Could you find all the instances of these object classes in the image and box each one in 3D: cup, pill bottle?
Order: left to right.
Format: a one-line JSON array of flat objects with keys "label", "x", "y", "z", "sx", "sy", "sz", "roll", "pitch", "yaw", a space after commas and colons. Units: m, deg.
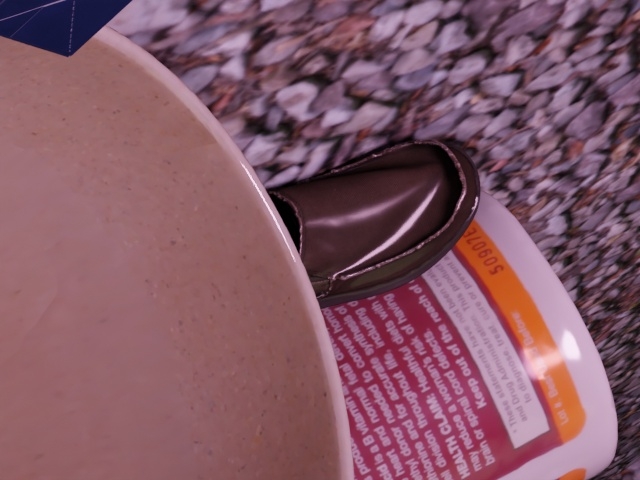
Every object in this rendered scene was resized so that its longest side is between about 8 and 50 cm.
[{"label": "cup", "x": -0.171, "y": 0.090, "z": 0.754, "sx": 0.237, "sy": 0.331, "sz": 0.331, "roll": -20, "pitch": 166, "yaw": 29}, {"label": "pill bottle", "x": -0.021, "y": 0.142, "z": 1.135, "sx": 0.392, "sy": 0.224, "sz": 0.224, "roll": -26, "pitch": 159, "yaw": -9}]

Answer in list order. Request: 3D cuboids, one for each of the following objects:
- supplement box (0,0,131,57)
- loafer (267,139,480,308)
[{"label": "supplement box", "x": -0.098, "y": -0.128, "z": 0.614, "sx": 0.083, "sy": 0.083, "sz": 0.056, "roll": -38, "pitch": 158, "yaw": 20}, {"label": "loafer", "x": 0.000, "y": 0.000, "z": 1.038, "sx": 0.220, "sy": 0.080, "sz": 0.078, "roll": -28, "pitch": 160, "yaw": -5}]
